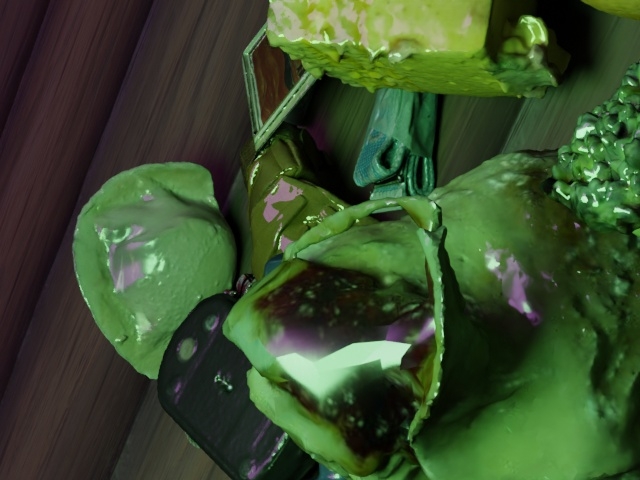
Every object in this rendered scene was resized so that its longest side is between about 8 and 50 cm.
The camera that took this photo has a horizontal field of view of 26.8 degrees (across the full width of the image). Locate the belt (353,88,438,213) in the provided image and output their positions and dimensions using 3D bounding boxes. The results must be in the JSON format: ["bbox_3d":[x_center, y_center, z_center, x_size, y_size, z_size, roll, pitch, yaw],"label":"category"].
[{"bbox_3d":[0.091,-0.179,1.489,0.072,0.087,0.302,-6,73,53],"label":"belt"}]

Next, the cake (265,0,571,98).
[{"bbox_3d":[0.127,-0.260,1.304,0.286,0.222,0.227,8,88,24],"label":"cake"}]

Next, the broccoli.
[{"bbox_3d":[0.305,-0.037,0.939,0.245,0.288,0.248,57,165,7],"label":"broccoli"}]

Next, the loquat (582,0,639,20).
[{"bbox_3d":[0.280,-0.306,1.081,0.263,0.263,0.263,-28,56,51],"label":"loquat"}]

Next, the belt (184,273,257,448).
[{"bbox_3d":[-0.126,0.153,1.720,0.053,0.071,0.232,-165,91,-78],"label":"belt"}]

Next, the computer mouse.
[{"bbox_3d":[-0.081,0.183,1.603,0.269,0.100,0.170,40,104,44],"label":"computer mouse"}]

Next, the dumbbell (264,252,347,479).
[{"bbox_3d":[0.022,0.164,1.357,0.144,0.156,0.316,-4,87,43],"label":"dumbbell"}]

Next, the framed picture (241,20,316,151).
[{"bbox_3d":[-0.013,-0.260,1.587,0.273,0.016,0.216,-50,30,27],"label":"framed picture"}]

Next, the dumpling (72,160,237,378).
[{"bbox_3d":[-0.216,0.034,1.765,0.175,0.227,0.243,-49,48,40],"label":"dumpling"}]

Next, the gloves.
[{"bbox_3d":[-0.014,-0.004,1.538,0.154,0.141,0.331,-56,37,28],"label":"gloves"}]

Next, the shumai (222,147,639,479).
[{"bbox_3d":[0.097,0.090,1.141,0.395,0.348,0.395,-27,58,56],"label":"shumai"}]

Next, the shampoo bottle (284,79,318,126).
[{"bbox_3d":[-0.019,-0.254,1.710,0.072,0.072,0.214,34,106,57],"label":"shampoo bottle"}]
